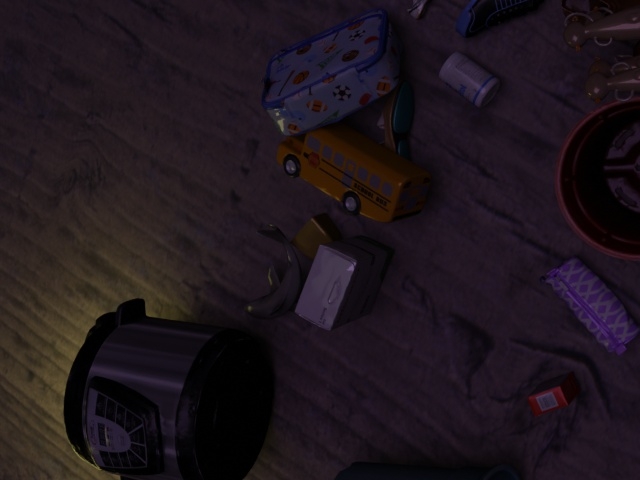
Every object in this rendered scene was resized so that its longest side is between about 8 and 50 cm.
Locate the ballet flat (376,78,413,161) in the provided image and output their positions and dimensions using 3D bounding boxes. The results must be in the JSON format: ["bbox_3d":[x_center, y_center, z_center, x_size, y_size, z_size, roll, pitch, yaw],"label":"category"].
[{"bbox_3d":[0.148,-0.218,1.943,0.073,0.080,0.232,4,96,36],"label":"ballet flat"}]

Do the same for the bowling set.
[{"bbox_3d":[0.500,-0.328,1.581,0.154,0.200,0.286,-6,67,22],"label":"bowling set"}]

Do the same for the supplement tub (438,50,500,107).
[{"bbox_3d":[0.298,-0.321,1.865,0.107,0.071,0.071,40,109,18],"label":"supplement tub"}]

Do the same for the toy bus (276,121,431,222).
[{"bbox_3d":[0.061,-0.149,1.925,0.333,0.108,0.130,34,124,33],"label":"toy bus"}]

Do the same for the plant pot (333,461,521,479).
[{"bbox_3d":[0.196,0.595,1.867,0.334,0.341,0.341,1,95,33],"label":"plant pot"}]

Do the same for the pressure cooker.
[{"bbox_3d":[-0.361,0.359,2.077,0.421,0.375,0.369,6,58,25],"label":"pressure cooker"}]

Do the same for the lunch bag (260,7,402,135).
[{"bbox_3d":[0.017,-0.351,1.919,0.303,0.243,0.115,-17,130,23],"label":"lunch bag"}]

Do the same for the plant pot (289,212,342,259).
[{"bbox_3d":[0.000,0.000,2.030,0.083,0.081,0.081,46,111,10],"label":"plant pot"}]

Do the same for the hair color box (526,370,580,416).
[{"bbox_3d":[0.453,0.296,1.805,0.072,0.141,0.043,-26,84,25],"label":"hair color box"}]

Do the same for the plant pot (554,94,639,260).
[{"bbox_3d":[0.575,-0.118,1.638,0.273,0.265,0.272,4,100,25],"label":"plant pot"}]

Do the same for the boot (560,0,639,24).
[{"bbox_3d":[0.538,-0.417,1.697,0.197,0.152,0.072,3,95,25],"label":"boot"}]

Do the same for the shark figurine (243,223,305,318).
[{"bbox_3d":[-0.089,0.102,2.026,0.166,0.116,0.278,26,129,14],"label":"shark figurine"}]

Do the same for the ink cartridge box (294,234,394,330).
[{"bbox_3d":[0.053,0.083,1.932,0.093,0.219,0.160,26,105,21],"label":"ink cartridge box"}]

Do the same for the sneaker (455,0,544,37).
[{"bbox_3d":[0.370,-0.466,1.812,0.232,0.081,0.090,-43,69,21],"label":"sneaker"}]

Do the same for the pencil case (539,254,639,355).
[{"bbox_3d":[0.521,0.121,1.788,0.206,0.088,0.086,48,113,13],"label":"pencil case"}]

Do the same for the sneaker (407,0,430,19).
[{"bbox_3d":[0.208,-0.497,1.913,0.037,0.032,0.083,37,108,18],"label":"sneaker"}]
